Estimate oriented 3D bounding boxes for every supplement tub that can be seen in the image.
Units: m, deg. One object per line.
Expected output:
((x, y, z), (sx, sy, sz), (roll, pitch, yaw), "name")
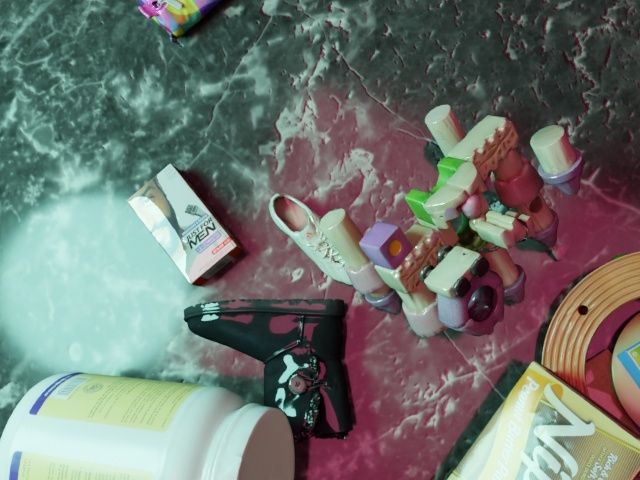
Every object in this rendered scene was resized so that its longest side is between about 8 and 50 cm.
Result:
((-0.223, 0.305, 1.011), (0.331, 0.241, 0.241), (3, 82, 19), "supplement tub")

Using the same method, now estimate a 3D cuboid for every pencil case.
((-0.179, -0.418, 1.205), (0.236, 0.104, 0.104), (-43, 80, -1), "pencil case")

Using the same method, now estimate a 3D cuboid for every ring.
((0.467, 0.179, 1.022), (0.336, 0.032, 0.337), (-2, 84, 24), "ring")

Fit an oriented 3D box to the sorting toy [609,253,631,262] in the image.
((0.465, 0.043, 1.092), (0.101, 0.042, 0.061), (13, 84, 9), "sorting toy")

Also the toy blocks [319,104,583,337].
((0.214, 0.016, 1.016), (0.288, 0.309, 0.260), (-44, 121, -14), "toy blocks")

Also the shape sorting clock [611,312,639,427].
((0.510, 0.185, 1.067), (0.206, 0.040, 0.206), (-1, 73, 3), "shape sorting clock")

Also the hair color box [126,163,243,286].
((-0.207, -0.023, 1.175), (0.093, 0.053, 0.167), (-40, 78, 1), "hair color box")

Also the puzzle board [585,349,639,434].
((0.403, 0.234, 1.089), (0.096, 0.011, 0.128), (-33, 80, 0), "puzzle board")

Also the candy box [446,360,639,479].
((0.268, 0.341, 0.998), (0.183, 0.087, 0.317), (38, 95, 37), "candy box")

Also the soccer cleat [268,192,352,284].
((0.000, 0.000, 1.135), (0.196, 0.076, 0.068), (38, 88, 10), "soccer cleat")

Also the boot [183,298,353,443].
((-0.077, 0.190, 1.108), (0.246, 0.094, 0.207), (-1, 78, 0), "boot")
